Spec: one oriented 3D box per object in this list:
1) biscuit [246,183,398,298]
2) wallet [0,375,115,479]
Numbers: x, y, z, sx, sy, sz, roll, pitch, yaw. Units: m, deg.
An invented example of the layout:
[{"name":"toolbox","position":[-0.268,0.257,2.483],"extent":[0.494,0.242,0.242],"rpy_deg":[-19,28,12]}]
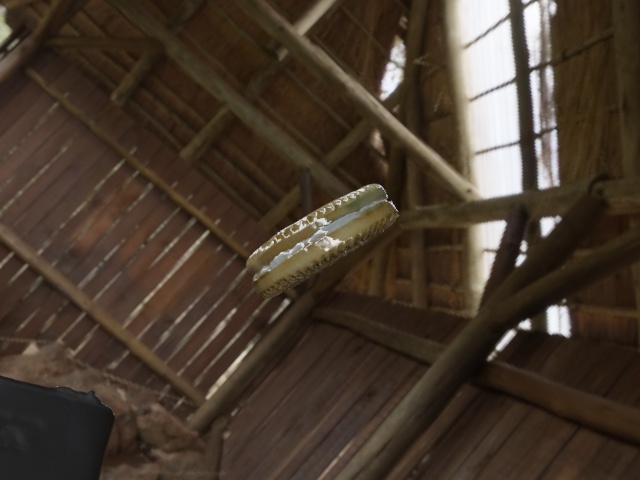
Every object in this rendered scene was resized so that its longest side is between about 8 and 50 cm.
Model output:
[{"name":"biscuit","position":[0.000,0.000,1.165],"extent":[0.079,0.259,0.259],"rpy_deg":[58,-9,3]},{"name":"wallet","position":[-0.332,0.322,0.788],"extent":[0.197,0.378,0.051],"rpy_deg":[26,-32,-32]}]
